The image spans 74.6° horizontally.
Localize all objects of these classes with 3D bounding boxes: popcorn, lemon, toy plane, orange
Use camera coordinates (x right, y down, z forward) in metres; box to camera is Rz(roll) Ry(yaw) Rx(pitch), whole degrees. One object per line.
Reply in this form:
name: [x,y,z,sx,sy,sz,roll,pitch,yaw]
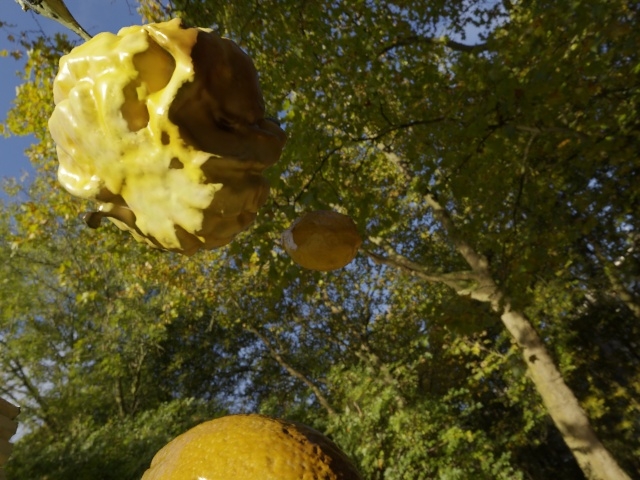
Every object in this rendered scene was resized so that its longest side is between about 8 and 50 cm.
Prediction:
popcorn: [-0.211,-0.165,0.658,0.349,0.381,0.348,11,-54,15]
lemon: [0.000,0.000,0.755,0.155,0.114,0.114,-1,-35,18]
toy plane: [-0.528,-0.460,0.848,0.286,0.092,0.108,39,-40,-20]
orange: [-0.098,0.418,0.594,0.357,0.322,0.322,15,-40,14]

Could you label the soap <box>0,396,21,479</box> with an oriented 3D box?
soap: [-0.573,0.361,0.674,0.159,0.258,0.302,-40,-25,-27]
